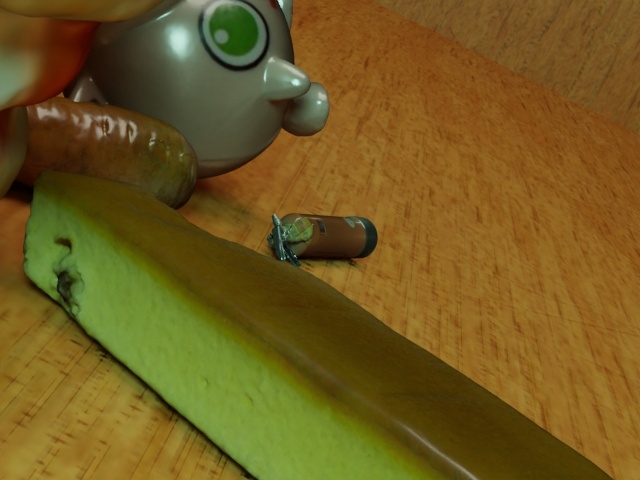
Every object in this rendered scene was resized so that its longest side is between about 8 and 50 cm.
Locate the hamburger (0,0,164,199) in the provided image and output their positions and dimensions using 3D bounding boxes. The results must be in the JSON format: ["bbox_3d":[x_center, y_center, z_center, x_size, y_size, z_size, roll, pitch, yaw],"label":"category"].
[{"bbox_3d":[-0.172,-0.096,0.394,0.261,0.186,0.302,31,15,-28],"label":"hamburger"}]

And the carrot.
[{"bbox_3d":[-0.134,-0.044,0.585,0.191,0.047,0.047,13,20,-36],"label":"carrot"}]

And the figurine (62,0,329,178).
[{"bbox_3d":[-0.069,-0.090,0.702,0.138,0.125,0.125,4,23,-28],"label":"figurine"}]

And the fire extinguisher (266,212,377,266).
[{"bbox_3d":[0.000,0.000,0.710,0.083,0.022,0.028,2,59,-59],"label":"fire extinguisher"}]

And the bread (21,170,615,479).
[{"bbox_3d":[-0.002,0.048,0.477,0.226,0.049,0.088,35,16,32],"label":"bread"}]
